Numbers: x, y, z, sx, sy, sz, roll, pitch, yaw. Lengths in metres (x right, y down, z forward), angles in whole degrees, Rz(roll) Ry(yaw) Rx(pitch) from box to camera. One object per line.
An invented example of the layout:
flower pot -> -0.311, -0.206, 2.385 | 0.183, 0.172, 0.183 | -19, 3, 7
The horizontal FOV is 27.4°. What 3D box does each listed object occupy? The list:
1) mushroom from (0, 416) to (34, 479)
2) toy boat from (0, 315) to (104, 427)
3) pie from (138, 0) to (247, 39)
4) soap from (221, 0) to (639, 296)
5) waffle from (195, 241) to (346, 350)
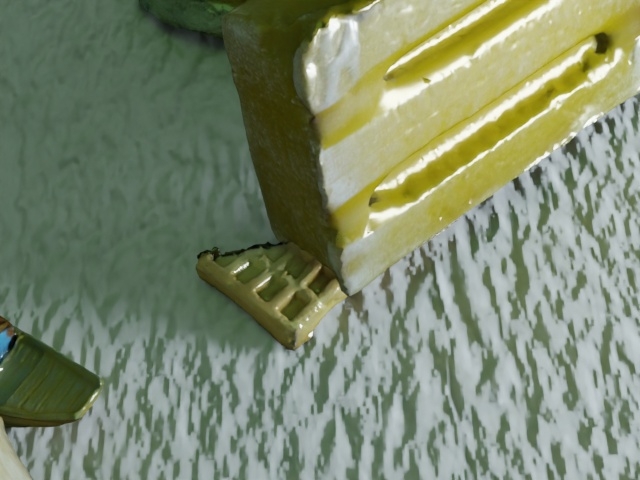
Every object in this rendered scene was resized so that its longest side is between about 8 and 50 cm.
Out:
mushroom -> -0.151, 0.215, 0.692 | 0.095, 0.122, 0.351 | -20, 48, -28
toy boat -> -0.214, 0.074, 0.834 | 0.172, 0.066, 0.065 | 23, 55, 18
pie -> -0.060, -0.230, 1.066 | 0.187, 0.041, 0.186 | -1, 53, 1
soap -> 0.092, -0.128, 0.873 | 0.315, 0.199, 0.091 | -34, 42, -24
waffle -> 0.000, 0.000, 0.903 | 0.153, 0.023, 0.097 | -40, 62, -22
